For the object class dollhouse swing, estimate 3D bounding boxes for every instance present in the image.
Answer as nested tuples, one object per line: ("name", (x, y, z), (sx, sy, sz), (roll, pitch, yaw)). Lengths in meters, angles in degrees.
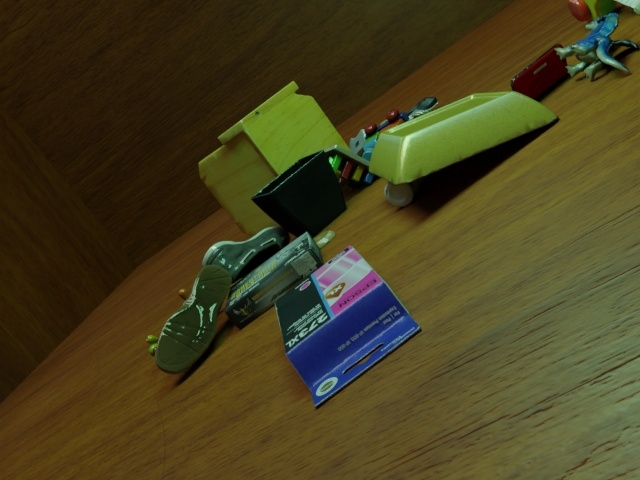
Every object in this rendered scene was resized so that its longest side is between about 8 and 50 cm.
("dollhouse swing", (-0.136, -0.221, 2.071), (0.315, 0.346, 0.305), (-43, 13, -26))

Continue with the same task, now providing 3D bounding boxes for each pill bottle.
("pill bottle", (0.186, -0.126, 1.479), (0.065, 0.065, 0.116), (-28, 15, 37))

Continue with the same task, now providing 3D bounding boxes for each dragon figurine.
("dragon figurine", (0.566, -0.393, 1.358), (0.144, 0.085, 0.289), (-36, 11, 6))

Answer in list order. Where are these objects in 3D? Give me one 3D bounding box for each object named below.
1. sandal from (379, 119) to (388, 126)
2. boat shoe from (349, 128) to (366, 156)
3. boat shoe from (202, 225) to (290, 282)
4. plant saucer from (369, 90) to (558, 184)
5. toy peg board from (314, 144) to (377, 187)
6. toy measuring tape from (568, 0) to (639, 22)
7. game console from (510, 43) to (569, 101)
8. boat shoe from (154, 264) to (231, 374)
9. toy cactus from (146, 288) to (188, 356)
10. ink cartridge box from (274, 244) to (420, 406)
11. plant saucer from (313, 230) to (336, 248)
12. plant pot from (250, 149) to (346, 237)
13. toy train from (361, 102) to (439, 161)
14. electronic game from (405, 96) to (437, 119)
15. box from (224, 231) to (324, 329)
("sandal", (0.229, -0.391, 2.354), (0.072, 0.049, 0.180), (-45, 4, 37))
("boat shoe", (0.150, -0.321, 2.316), (0.070, 0.077, 0.219), (-5, -5, -13))
("boat shoe", (-0.162, 0.044, 1.730), (0.335, 0.095, 0.112), (-18, -39, -58))
("plant saucer", (0.264, -0.227, 1.418), (0.333, 0.080, 0.333), (-23, 12, -1))
("toy peg board", (0.067, -0.185, 1.900), (0.079, 0.161, 0.161), (-68, 19, -10))
("toy measuring tape", (0.716, -0.584, 1.704), (0.121, 0.121, 0.330), (-36, 35, 6))
("game console", (0.465, -0.354, 1.513), (0.144, 0.124, 0.085), (-39, 39, -6))
("boat shoe", (-0.274, 0.182, 1.496), (0.285, 0.105, 0.089), (-63, 2, -42))
("toy cactus", (-0.349, 0.210, 1.684), (0.219, 0.112, 0.180), (-55, 10, -31))
("ink cartridge box", (0.024, 0.113, 1.059), (0.176, 0.069, 0.371), (-37, 14, 0))
("plant saucer", (0.000, 0.000, 1.649), (0.083, 0.015, 0.083), (-35, 13, 9))
("plant pot", (-0.043, -0.110, 1.818), (0.187, 0.167, 0.188), (-41, 12, -17))
("toy train", (0.228, -0.311, 1.992), (0.248, 0.105, 0.143), (-28, 26, 37))
("electronic game", (0.280, -0.375, 2.182), (0.229, 0.048, 0.229), (-42, 6, 5))
("box", (-0.102, 0.083, 1.526), (0.231, 0.056, 0.183), (-36, 12, 5))
